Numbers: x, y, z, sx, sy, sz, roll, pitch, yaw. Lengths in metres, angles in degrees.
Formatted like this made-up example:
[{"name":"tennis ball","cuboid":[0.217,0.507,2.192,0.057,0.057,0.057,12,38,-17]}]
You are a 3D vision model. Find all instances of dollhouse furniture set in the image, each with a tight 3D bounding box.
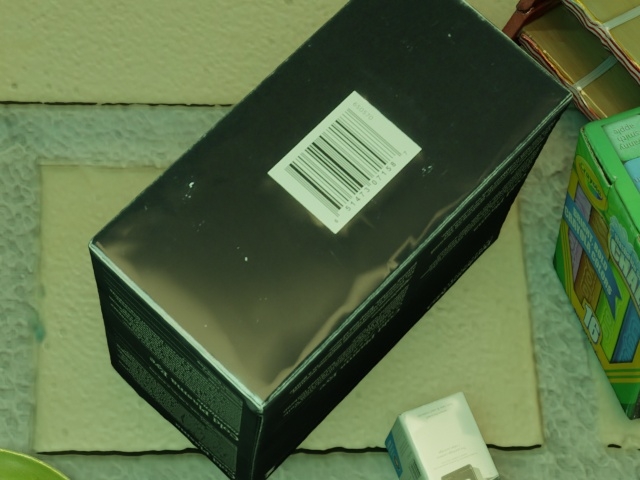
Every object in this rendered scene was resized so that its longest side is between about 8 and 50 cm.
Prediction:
[{"name":"dollhouse furniture set","cuboid":[0.370,-0.216,1.449,0.374,0.152,0.201,-29,73,-32]}]

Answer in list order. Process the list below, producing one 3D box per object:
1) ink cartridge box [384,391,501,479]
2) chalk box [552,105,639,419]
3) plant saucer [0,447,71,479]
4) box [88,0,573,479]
[{"name":"ink cartridge box","cuboid":[0.119,0.228,1.263,0.060,0.104,0.180,-19,72,-12]},{"name":"chalk box","cuboid":[0.318,-0.011,1.252,0.180,0.289,0.179,-16,59,-9]},{"name":"plant saucer","cuboid":[-0.285,0.291,1.245,0.240,0.037,0.241,1,70,-4]},{"name":"box","cuboid":[0.000,0.000,1.229,0.179,0.312,0.343,42,71,12]}]
